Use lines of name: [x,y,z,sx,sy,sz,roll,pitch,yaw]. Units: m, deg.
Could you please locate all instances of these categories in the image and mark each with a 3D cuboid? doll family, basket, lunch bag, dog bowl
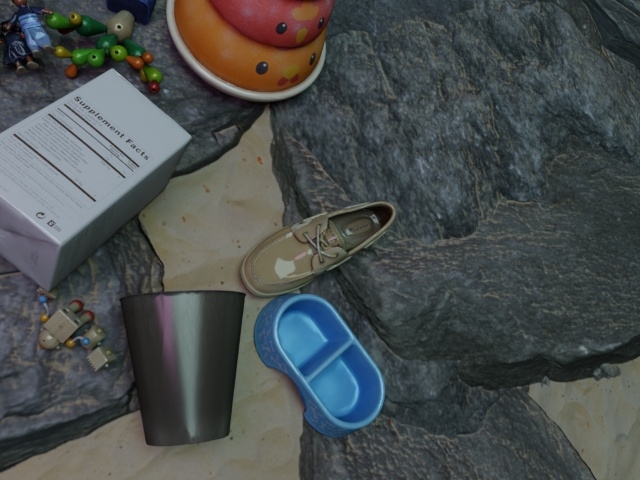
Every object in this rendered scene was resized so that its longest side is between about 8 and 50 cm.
doll family: [-0.552,-0.351,0.917,0.193,0.076,0.111,-23,85,-17]
basket: [-0.218,0.203,0.859,0.204,0.154,0.226,2,76,-23]
lunch bag: [-0.379,-0.492,1.063,0.098,0.067,0.065,19,66,-16]
dog bowl: [0.006,0.226,0.990,0.166,0.074,0.297,-36,90,-29]

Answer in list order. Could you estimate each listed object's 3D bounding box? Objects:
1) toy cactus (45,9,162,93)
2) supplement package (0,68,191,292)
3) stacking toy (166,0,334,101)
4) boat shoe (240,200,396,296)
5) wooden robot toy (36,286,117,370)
toy cactus: [-0.396,-0.370,1.012,0.219,0.112,0.180,19,47,-15]
supplement package: [-0.379,-0.100,0.840,0.175,0.177,0.293,41,49,-6]
stacking toy: [-0.076,-0.512,0.970,0.351,0.480,0.350,8,70,-21]
boat shoe: [0.000,0.000,1.042,0.341,0.110,0.121,-28,86,-29]
wooden robot toy: [-0.408,0.148,0.850,0.079,0.076,0.173,-43,94,6]
